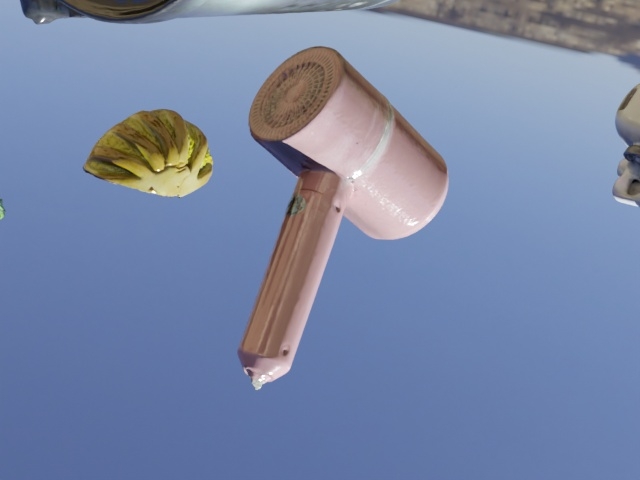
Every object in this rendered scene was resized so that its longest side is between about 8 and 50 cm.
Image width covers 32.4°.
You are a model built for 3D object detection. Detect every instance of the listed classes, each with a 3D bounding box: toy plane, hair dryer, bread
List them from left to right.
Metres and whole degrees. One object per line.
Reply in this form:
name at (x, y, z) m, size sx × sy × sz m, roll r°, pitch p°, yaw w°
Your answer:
bread at (-0.178, -0.099, 1.217) m, size 0.083 × 0.094 × 0.157 m, roll 18°, pitch -177°, yaw 38°
hair dryer at (0.000, 0.000, 1.132) m, size 0.125 × 0.352 × 0.210 m, roll -4°, pitch 147°, yaw 43°
toy plane at (0.460, -0.132, 1.311) m, size 0.123 × 0.267 × 0.267 m, roll 36°, pitch -179°, yaw -32°

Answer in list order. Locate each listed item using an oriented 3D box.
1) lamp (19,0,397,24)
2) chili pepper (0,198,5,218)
lamp at (-0.026, -0.226, 0.586) m, size 0.272 × 0.205 × 0.374 m, roll -15°, pitch -174°, yaw -31°
chili pepper at (-0.384, -0.039, 1.271) m, size 0.034 × 0.030 × 0.091 m, roll 46°, pitch 160°, yaw 0°
